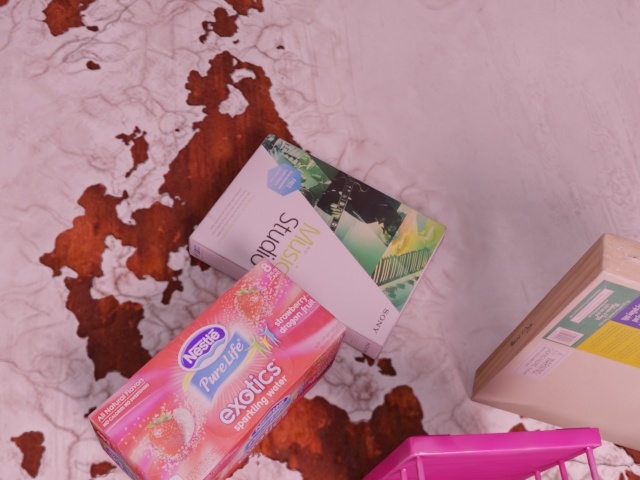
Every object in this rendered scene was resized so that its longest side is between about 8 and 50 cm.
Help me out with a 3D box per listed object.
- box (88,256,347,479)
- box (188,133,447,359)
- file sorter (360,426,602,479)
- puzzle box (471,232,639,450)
[{"bbox_3d":[-0.124,0.186,0.962,0.154,0.142,0.300,40,63,15],"label":"box"},{"bbox_3d":[0.000,0.000,1.136,0.321,0.058,0.232,29,61,7],"label":"box"},{"bbox_3d":[0.171,0.334,0.843,0.202,0.291,0.182,0,64,-9],"label":"file sorter"},{"bbox_3d":[0.375,0.147,0.911,0.271,0.409,0.052,17,59,0],"label":"puzzle box"}]
